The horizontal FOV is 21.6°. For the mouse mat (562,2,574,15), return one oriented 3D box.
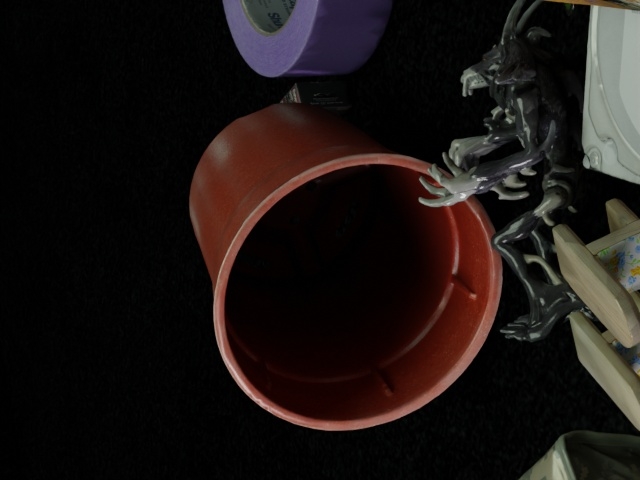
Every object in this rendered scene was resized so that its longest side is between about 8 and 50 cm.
[{"bbox_3d":[0.200,-0.292,1.328,0.152,0.007,0.189,-95,9,-53],"label":"mouse mat"}]

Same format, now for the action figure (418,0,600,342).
[{"bbox_3d":[0.155,-0.059,1.366,0.141,0.164,0.275,-7,96,25],"label":"action figure"}]

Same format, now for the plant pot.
[{"bbox_3d":[0.000,0.000,1.616,0.265,0.272,0.272,-126,39,-62],"label":"plant pot"}]

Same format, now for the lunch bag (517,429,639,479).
[{"bbox_3d":[0.231,0.313,1.255,0.235,0.169,0.287,122,141,-52],"label":"lunch bag"}]

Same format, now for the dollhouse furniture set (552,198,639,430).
[{"bbox_3d":[0.291,0.069,1.051,0.161,0.212,0.242,55,168,50],"label":"dollhouse furniture set"}]

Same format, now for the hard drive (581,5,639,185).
[{"bbox_3d":[0.281,-0.197,1.188,0.237,0.064,0.338,28,118,61],"label":"hard drive"}]

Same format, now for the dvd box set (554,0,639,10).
[{"bbox_3d":[0.191,-0.314,1.148,0.420,0.062,0.307,-138,63,-73],"label":"dvd box set"}]

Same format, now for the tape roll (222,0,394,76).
[{"bbox_3d":[-0.018,-0.311,1.771,0.275,0.090,0.274,176,90,-65],"label":"tape roll"}]

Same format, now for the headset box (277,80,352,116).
[{"bbox_3d":[-0.008,-0.144,1.808,0.083,0.062,0.032,-40,59,59],"label":"headset box"}]
